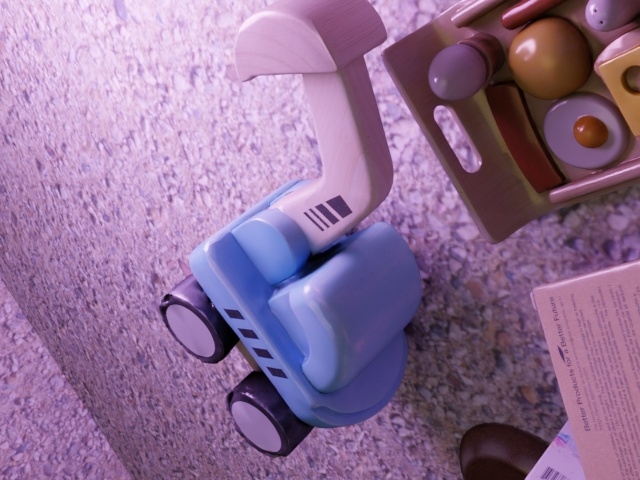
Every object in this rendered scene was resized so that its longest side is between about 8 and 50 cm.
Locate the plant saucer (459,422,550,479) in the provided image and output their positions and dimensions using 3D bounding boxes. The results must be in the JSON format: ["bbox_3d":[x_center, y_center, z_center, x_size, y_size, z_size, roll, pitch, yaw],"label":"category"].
[{"bbox_3d":[0.255,0.325,1.008,0.199,0.036,0.198,29,139,29],"label":"plant saucer"}]

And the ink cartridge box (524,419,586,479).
[{"bbox_3d":[0.285,0.283,0.822,0.128,0.176,0.127,29,140,30],"label":"ink cartridge box"}]

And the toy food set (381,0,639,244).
[{"bbox_3d":[0.204,-0.126,0.639,0.306,0.092,0.219,-21,103,54],"label":"toy food set"}]

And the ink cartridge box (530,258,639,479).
[{"bbox_3d":[0.309,0.128,0.675,0.193,0.088,0.234,-24,78,54],"label":"ink cartridge box"}]

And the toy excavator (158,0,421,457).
[{"bbox_3d":[0.000,0.000,0.866,0.432,0.222,0.445,55,141,-6],"label":"toy excavator"}]
